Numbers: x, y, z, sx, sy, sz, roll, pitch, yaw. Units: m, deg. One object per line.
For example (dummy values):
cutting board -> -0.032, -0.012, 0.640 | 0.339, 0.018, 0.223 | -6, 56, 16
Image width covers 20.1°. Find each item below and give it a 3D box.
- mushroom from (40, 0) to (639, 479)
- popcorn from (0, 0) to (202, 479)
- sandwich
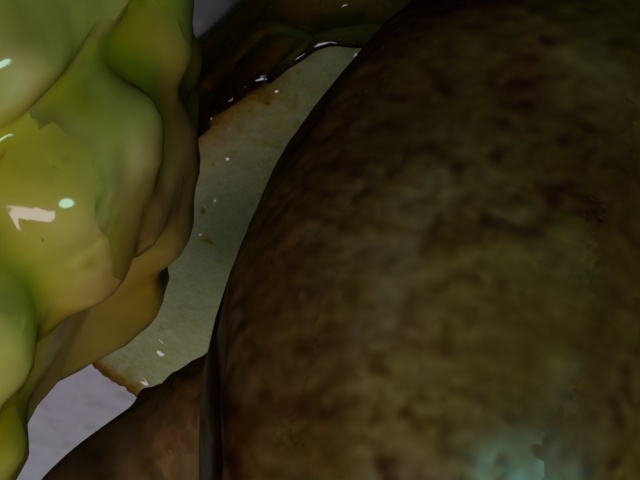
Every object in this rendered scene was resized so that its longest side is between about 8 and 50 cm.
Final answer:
mushroom -> 0.042, 0.048, 0.481 | 0.254, 0.267, 0.267 | 13, 134, 3
popcorn -> -0.207, -0.004, 0.526 | 0.349, 0.349, 0.381 | 7, 106, 4
sandwich -> 0.000, 0.000, 0.682 | 0.186, 0.065, 0.215 | 39, 131, -24
